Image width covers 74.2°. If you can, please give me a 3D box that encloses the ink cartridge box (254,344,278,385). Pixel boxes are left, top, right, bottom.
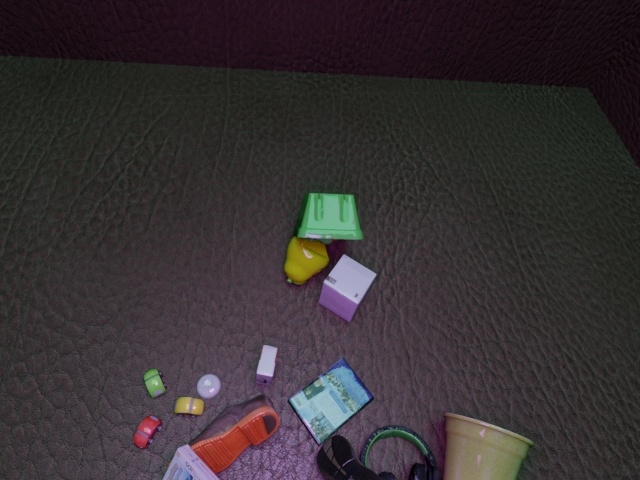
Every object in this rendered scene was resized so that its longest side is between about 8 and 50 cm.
[{"bbox_3d":[-0.186,0.431,1.452,0.056,0.135,0.099,12,57,-4],"label":"ink cartridge box"}]

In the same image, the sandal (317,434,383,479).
[{"bbox_3d":[0.091,0.711,1.277,0.120,0.086,0.302,-34,29,-20],"label":"sandal"}]

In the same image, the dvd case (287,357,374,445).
[{"bbox_3d":[0.038,0.555,1.474,0.253,0.022,0.180,-31,67,-25],"label":"dvd case"}]

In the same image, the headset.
[{"bbox_3d":[0.265,0.757,1.280,0.243,0.185,0.394,-7,48,-12],"label":"headset"}]

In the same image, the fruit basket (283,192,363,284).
[{"bbox_3d":[0.000,0.000,1.673,0.282,0.392,0.392,2,57,-6],"label":"fruit basket"}]

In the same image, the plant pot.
[{"bbox_3d":[0.494,0.713,1.317,0.275,0.276,0.254,20,68,5],"label":"plant pot"}]

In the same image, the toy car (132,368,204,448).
[{"bbox_3d":[-0.529,0.522,1.392,0.238,0.053,0.225,-25,64,-22],"label":"toy car"}]

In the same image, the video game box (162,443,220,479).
[{"bbox_3d":[-0.376,0.727,1.197,0.187,0.048,0.205,29,95,31],"label":"video game box"}]

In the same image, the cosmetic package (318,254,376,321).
[{"bbox_3d":[0.100,0.185,1.621,0.151,0.184,0.151,31,59,11],"label":"cosmetic package"}]

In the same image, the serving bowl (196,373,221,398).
[{"bbox_3d":[-0.383,0.496,1.446,0.083,0.027,0.083,4,56,-6],"label":"serving bowl"}]

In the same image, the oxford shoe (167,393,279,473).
[{"bbox_3d":[-0.308,0.621,1.345,0.363,0.130,0.132,-25,24,-12],"label":"oxford shoe"}]
